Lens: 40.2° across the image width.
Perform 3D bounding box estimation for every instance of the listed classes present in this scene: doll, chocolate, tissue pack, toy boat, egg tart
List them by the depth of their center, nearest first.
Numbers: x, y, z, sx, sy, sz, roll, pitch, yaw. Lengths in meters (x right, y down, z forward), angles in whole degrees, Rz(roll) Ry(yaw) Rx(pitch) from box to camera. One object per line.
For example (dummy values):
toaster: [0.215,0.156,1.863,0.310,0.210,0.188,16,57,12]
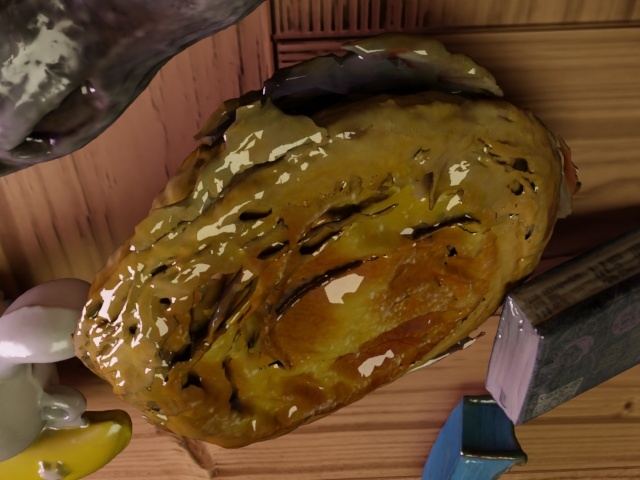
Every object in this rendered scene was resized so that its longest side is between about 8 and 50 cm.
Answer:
chocolate: [-0.100,-0.112,0.388,0.248,0.110,0.110,-28,132,20]
egg tart: [0.000,0.000,0.509,0.297,0.132,0.297,-13,142,-11]
tissue pack: [0.188,0.051,0.576,0.156,0.051,0.112,-22,142,-16]
doll: [-0.243,0.100,0.608,0.237,0.111,0.252,11,139,8]
toy boat: [0.137,0.202,0.757,0.077,0.075,0.185,11,139,-3]
